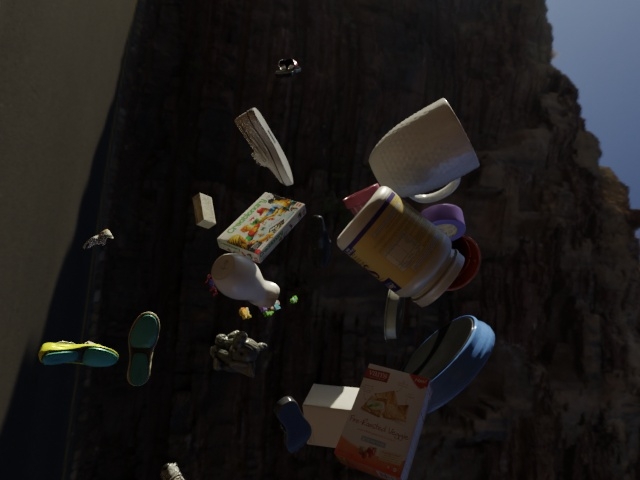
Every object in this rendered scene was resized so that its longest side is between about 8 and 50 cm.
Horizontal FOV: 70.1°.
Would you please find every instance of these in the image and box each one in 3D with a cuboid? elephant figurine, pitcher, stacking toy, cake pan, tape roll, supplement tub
[{"bbox_3d":[-0.272,0.404,1.619,0.239,0.186,0.169,-14,-101,44],"label":"elephant figurine"},{"bbox_3d":[-0.247,0.122,1.363,0.207,0.178,0.125,46,53,-49],"label":"pitcher"},{"bbox_3d":[-0.218,0.277,1.949,0.167,0.221,0.052,-29,-108,24],"label":"stacking toy"},{"bbox_3d":[0.373,0.359,2.271,0.293,0.054,0.293,5,90,-71],"label":"cake pan"},{"bbox_3d":[0.505,-0.067,1.908,0.189,0.189,0.080,112,-20,-56],"label":"tape roll"},{"bbox_3d":[0.243,0.021,1.394,0.241,0.331,0.241,-50,179,-1],"label":"supplement tub"}]

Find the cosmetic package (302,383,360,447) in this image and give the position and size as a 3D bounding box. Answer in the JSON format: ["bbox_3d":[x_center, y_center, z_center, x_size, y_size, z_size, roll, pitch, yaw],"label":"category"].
[{"bbox_3d":[0.129,0.704,1.807,0.155,0.366,0.196,-48,133,-67],"label":"cosmetic package"}]

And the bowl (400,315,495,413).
[{"bbox_3d":[0.392,0.397,1.492,0.391,0.077,0.391,-44,177,-3],"label":"bowl"}]

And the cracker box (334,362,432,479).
[{"bbox_3d":[0.150,0.413,1.048,0.232,0.156,0.067,-61,144,-35],"label":"cracker box"}]

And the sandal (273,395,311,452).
[{"bbox_3d":[-0.089,0.572,1.437,0.054,0.097,0.254,34,-37,47],"label":"sandal"}]

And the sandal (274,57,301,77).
[{"bbox_3d":[-0.091,-0.481,1.264,0.179,0.067,0.040,-84,168,-64],"label":"sandal"}]

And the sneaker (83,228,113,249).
[{"bbox_3d":[-0.620,0.004,1.276,0.083,0.037,0.032,-42,-171,-33],"label":"sneaker"}]

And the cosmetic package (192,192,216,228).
[{"bbox_3d":[-0.411,-0.105,1.611,0.041,0.060,0.115,-29,-121,25],"label":"cosmetic package"}]

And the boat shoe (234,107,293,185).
[{"bbox_3d":[-0.178,-0.281,1.445,0.267,0.088,0.096,59,15,-27],"label":"boat shoe"}]

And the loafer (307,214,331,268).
[{"bbox_3d":[0.000,0.000,1.765,0.076,0.078,0.223,16,-57,37],"label":"loafer"}]

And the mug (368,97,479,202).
[{"bbox_3d":[0.380,-0.278,1.672,0.374,0.328,0.276,47,23,-41],"label":"mug"}]

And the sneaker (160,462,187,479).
[{"bbox_3d":[-0.435,0.733,1.366,0.132,0.086,0.228,54,-31,9],"label":"sneaker"}]

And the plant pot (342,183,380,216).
[{"bbox_3d":[0.240,-0.170,2.330,0.180,0.201,0.201,64,-11,-5],"label":"plant pot"}]

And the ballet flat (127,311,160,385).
[{"bbox_3d":[-0.544,0.320,1.391,0.086,0.086,0.248,-125,-129,-73],"label":"ballet flat"}]

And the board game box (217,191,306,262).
[{"bbox_3d":[-0.216,-0.056,1.716,0.305,0.193,0.053,-51,147,-36],"label":"board game box"}]

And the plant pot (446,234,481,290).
[{"bbox_3d":[0.570,0.061,2.163,0.265,0.273,0.272,-119,-144,-69],"label":"plant pot"}]

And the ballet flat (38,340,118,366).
[{"bbox_3d":[-0.767,0.354,1.452,0.077,0.231,0.077,39,-71,47],"label":"ballet flat"}]

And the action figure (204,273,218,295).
[{"bbox_3d":[-0.380,0.149,1.582,0.038,0.030,0.115,59,-1,-32],"label":"action figure"}]
